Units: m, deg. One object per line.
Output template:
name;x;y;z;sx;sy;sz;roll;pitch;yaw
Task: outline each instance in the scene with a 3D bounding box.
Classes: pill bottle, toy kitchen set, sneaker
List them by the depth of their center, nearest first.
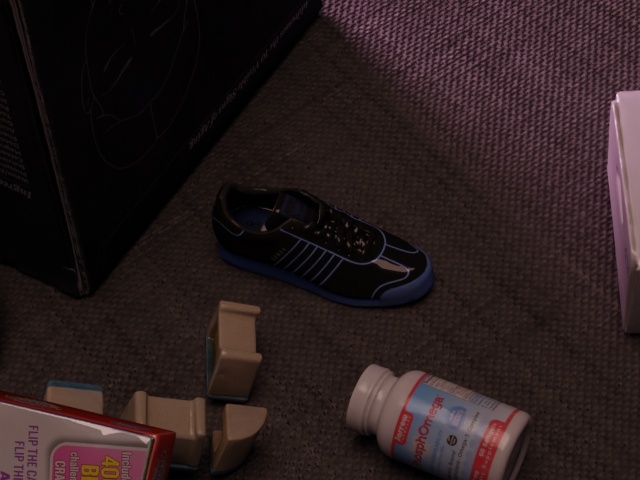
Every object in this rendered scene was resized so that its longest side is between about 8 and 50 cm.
pill bottle;0.109;0.173;1.764;0.160;0.087;0.087;20;56;18
toy kitchen set;-0.167;0.143;1.808;0.207;0.122;0.166;9;50;-16
sneaker;0.000;0.000;1.900;0.232;0.090;0.081;11;54;12

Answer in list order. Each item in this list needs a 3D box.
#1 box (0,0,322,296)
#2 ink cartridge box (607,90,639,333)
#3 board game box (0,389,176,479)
box;-0.243;-0.294;1.899;0.297;0.472;0.480;23;57;21
ink cartridge box;0.445;-0.032;1.876;0.306;0.131;0.226;-2;53;4
board game box;-0.305;0.250;1.663;0.316;0.064;0.242;13;91;12
